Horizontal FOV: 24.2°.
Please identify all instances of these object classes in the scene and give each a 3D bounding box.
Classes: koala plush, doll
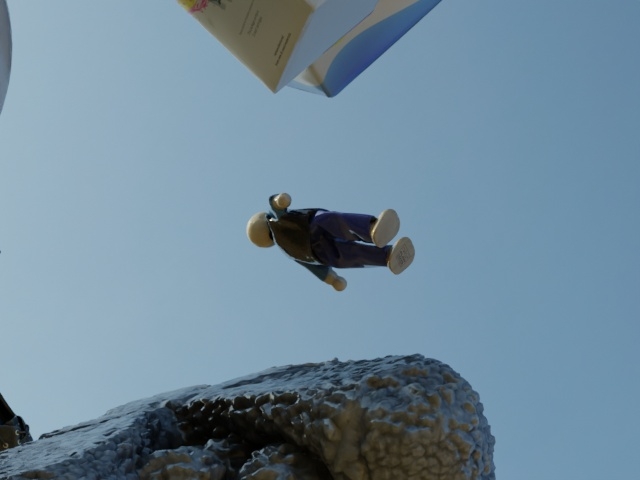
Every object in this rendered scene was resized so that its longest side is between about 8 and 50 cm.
[{"bbox_3d":[-0.027,0.170,0.584,0.203,0.196,0.221,169,-94,-76],"label":"koala plush"},{"bbox_3d":[0.000,0.000,1.448,0.189,0.046,0.129,7,-41,40],"label":"doll"}]

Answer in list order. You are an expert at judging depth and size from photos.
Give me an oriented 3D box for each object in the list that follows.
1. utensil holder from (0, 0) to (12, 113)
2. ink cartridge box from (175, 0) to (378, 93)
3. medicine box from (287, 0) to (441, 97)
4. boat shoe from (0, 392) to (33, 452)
[{"bbox_3d":[-0.363,-0.169,0.669,0.327,0.328,0.385,15,-24,21],"label":"utensil holder"},{"bbox_3d":[-0.043,-0.233,1.137,0.176,0.128,0.127,44,-27,6],"label":"ink cartridge box"},{"bbox_3d":[0.000,-0.357,1.668,0.149,0.263,0.289,24,-28,53],"label":"medicine box"},{"bbox_3d":[-0.306,0.185,1.443,0.040,0.049,0.142,-38,-88,21],"label":"boat shoe"}]
